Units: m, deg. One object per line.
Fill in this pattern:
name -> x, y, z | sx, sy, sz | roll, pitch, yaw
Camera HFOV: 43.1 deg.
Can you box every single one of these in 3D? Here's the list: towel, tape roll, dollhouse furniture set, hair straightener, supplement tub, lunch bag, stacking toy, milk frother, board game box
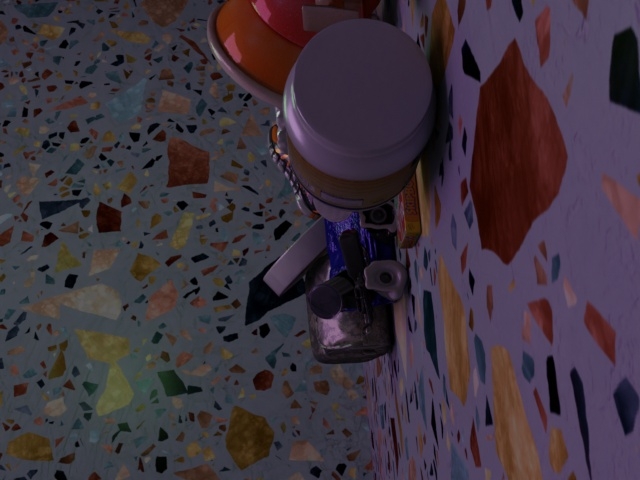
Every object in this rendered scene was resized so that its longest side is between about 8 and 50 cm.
towel -> 0.084, 0.015, 1.970 | 0.228, 0.076, 0.308 | -18, 73, 50
tape roll -> 0.000, 0.000, 2.280 | 0.072, 0.392, 0.392 | 46, 176, 4
dollhouse furniture set -> 0.077, -0.473, 1.243 | 0.262, 0.135, 0.259 | -61, -25, -43
hair straightener -> 0.076, 0.094, 1.721 | 0.089, 0.047, 0.230 | -48, -51, -76
supplement tub -> 0.057, -0.185, 1.254 | 0.316, 0.228, 0.228 | 91, 175, -79
lunch bag -> 0.087, 0.168, 2.162 | 0.256, 0.213, 0.305 | 137, 131, -67
stacking toy -> 0.009, -0.523, 1.613 | 0.480, 0.351, 0.350 | -55, 28, 40
milk frother -> 0.049, 0.088, 1.828 | 0.135, 0.129, 0.143 | -25, -81, -61
board game box -> 0.156, -0.124, 1.523 | 0.124, 0.039, 0.259 | 92, 176, -76

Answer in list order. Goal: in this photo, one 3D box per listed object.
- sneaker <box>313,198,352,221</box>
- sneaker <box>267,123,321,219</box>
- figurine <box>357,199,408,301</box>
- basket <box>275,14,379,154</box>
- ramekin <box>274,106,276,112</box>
sneaker -> 0.088, -0.204, 1.735 | 0.182, 0.127, 0.315 | -25, -45, -61
sneaker -> -0.023, -0.232, 2.242 | 0.180, 0.125, 0.321 | -47, 63, 39
figurine -> 0.143, 0.030, 1.772 | 0.209, 0.092, 0.214 | 47, -142, -79
basket -> 0.010, -0.415, 2.073 | 0.328, 0.267, 0.331 | -96, 3, -71
ramekin -> 0.008, -0.415, 2.358 | 0.135, 0.277, 0.277 | -150, 56, -79
